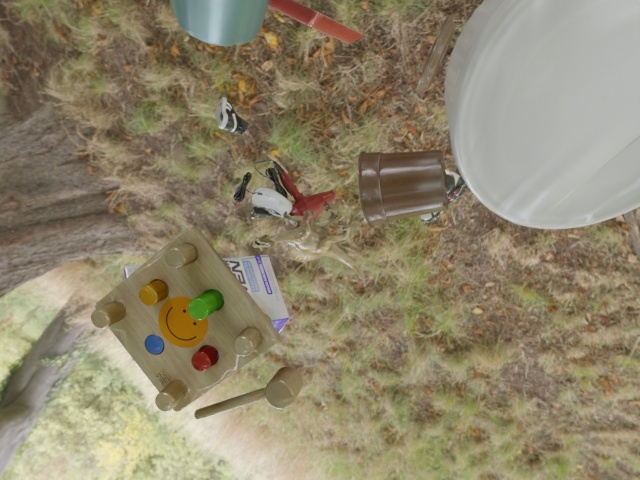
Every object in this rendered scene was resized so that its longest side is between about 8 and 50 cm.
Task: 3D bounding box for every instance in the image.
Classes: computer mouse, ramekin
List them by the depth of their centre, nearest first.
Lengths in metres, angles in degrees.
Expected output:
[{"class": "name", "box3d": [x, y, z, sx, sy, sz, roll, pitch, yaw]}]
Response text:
[{"class": "ramekin", "box3d": [0.254, -0.154, 0.436, 0.273, 0.127, 0.273, -1, 126, -1]}, {"class": "computer mouse", "box3d": [-0.177, -0.139, 1.348, 0.193, 0.106, 0.042, 24, 158, 12]}]

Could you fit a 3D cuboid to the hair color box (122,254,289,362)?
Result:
[{"class": "hair color box", "box3d": [-0.262, 0.145, 0.991, 0.110, 0.339, 0.185, -58, 46, 46]}]

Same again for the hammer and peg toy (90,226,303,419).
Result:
[{"class": "hammer and peg toy", "box3d": [-0.215, 0.192, 0.771, 0.266, 0.127, 0.361, -36, 91, 12]}]

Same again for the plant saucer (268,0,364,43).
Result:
[{"class": "plant saucer", "box3d": [-0.030, -0.691, 1.332, 0.258, 0.259, 0.047, 39, 119, 26]}]

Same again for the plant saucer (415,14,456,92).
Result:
[{"class": "plant saucer", "box3d": [0.422, -0.667, 1.562, 0.041, 0.278, 0.278, 24, 127, 8]}]

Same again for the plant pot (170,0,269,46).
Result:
[{"class": "plant pot", "box3d": [-0.242, -0.704, 1.068, 0.341, 0.341, 0.334, 40, 152, 3]}]

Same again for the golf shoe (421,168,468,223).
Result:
[{"class": "golf shoe", "box3d": [0.485, -0.179, 1.762, 0.120, 0.105, 0.273, 42, 137, 5]}]

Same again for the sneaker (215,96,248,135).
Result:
[{"class": "sneaker", "box3d": [-0.353, -0.489, 1.731, 0.121, 0.217, 0.079, 21, 124, -31]}]

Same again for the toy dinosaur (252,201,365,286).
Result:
[{"class": "toy dinosaur", "box3d": [0.000, 0.000, 0.588, 0.183, 0.053, 0.092, 18, 124, -25]}]

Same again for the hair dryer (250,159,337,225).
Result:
[{"class": "hair dryer", "box3d": [-0.084, -0.158, 1.438, 0.294, 0.223, 0.080, 10, 166, -17]}]

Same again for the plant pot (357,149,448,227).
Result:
[{"class": "plant pot", "box3d": [0.177, -0.115, 0.899, 0.165, 0.167, 0.167, -5, 116, 18]}]
